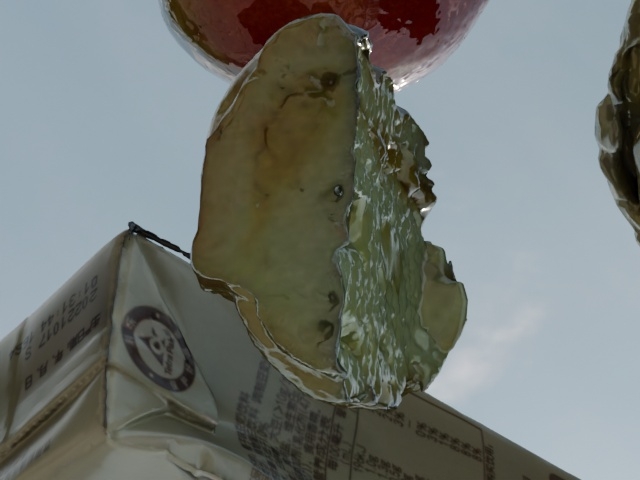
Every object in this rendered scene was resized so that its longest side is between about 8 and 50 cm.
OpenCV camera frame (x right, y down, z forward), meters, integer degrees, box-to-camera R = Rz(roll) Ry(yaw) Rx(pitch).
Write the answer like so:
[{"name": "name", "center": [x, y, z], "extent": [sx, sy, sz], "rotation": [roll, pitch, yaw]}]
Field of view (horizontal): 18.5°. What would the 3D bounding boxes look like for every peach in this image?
[{"name": "peach", "center": [0.000, -0.171, 1.086], "extent": [0.190, 0.192, 0.190], "rotation": [176, -90, -72]}]

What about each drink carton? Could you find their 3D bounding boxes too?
[{"name": "drink carton", "center": [-0.025, 0.156, 0.960], "extent": [0.194, 0.324, 0.132], "rotation": [-40, -148, 34]}]

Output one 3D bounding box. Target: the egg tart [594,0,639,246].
[{"name": "egg tart", "center": [0.300, -0.001, 0.955], "extent": [0.388, 0.169, 0.388], "rotation": [23, -35, 18]}]

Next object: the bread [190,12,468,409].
[{"name": "bread", "center": [0.000, 0.000, 0.727], "extent": [0.088, 0.232, 0.128], "rotation": [-4, -98, 10]}]
